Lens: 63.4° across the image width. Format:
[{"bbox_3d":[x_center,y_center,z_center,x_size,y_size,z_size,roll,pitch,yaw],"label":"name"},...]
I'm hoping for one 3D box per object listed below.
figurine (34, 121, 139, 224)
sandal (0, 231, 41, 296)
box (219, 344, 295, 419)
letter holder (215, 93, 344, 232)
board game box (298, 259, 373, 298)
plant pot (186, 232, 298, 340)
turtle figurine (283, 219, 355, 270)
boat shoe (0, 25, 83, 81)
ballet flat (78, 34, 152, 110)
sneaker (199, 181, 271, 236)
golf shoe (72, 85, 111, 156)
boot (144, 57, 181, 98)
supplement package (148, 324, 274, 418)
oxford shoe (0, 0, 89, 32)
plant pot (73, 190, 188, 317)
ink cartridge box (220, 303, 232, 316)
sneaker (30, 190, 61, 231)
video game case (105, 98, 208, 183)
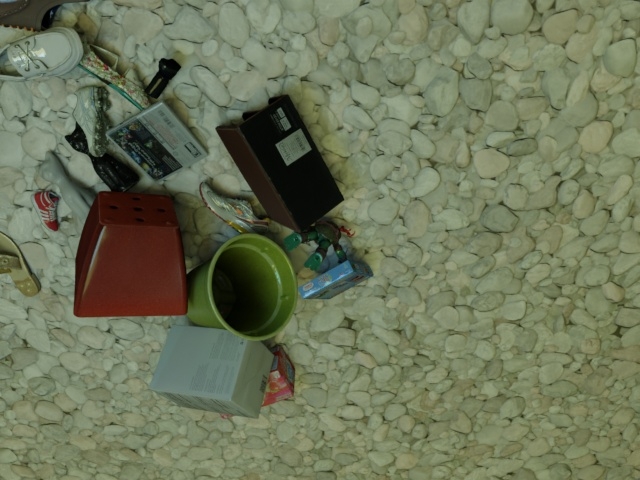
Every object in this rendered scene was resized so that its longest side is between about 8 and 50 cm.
[{"bbox_3d":[-0.628,-0.176,1.368,0.215,0.092,0.209,-35,104,17],"label":"figurine"},{"bbox_3d":[-0.907,0.077,1.494,0.088,0.079,0.240,-20,116,10],"label":"sandal"},{"bbox_3d":[-0.220,0.456,1.664,0.257,0.128,0.122,-21,115,10],"label":"box"},{"bbox_3d":[-0.110,-0.196,1.329,0.152,0.214,0.301,-38,115,-17],"label":"letter holder"},{"bbox_3d":[0.049,0.115,1.455,0.160,0.211,0.039,-30,73,15],"label":"board game box"},{"bbox_3d":[-0.246,0.138,1.412,0.254,0.276,0.276,-15,123,47],"label":"plant pot"},{"bbox_3d":[0.000,0.000,1.406,0.175,0.234,0.118,26,111,15],"label":"turtle figurine"},{"bbox_3d":[-0.663,-0.413,1.183,0.277,0.096,0.098,-9,108,26],"label":"boat shoe"},{"bbox_3d":[-0.495,-0.401,1.248,0.241,0.091,0.077,35,88,-21],"label":"ballet flat"},{"bbox_3d":[-0.235,-0.088,1.417,0.225,0.088,0.092,38,89,-16],"label":"sneaker"},{"bbox_3d":[-0.576,-0.297,1.296,0.086,0.069,0.176,1,92,11],"label":"golf shoe"},{"bbox_3d":[-0.382,-0.384,1.234,0.045,0.121,0.099,41,104,-16],"label":"boot"},{"bbox_3d":[-0.309,0.382,1.514,0.263,0.199,0.198,1,148,20],"label":"supplement package"},{"bbox_3d":[-0.695,-0.517,1.162,0.364,0.130,0.132,-21,122,11],"label":"oxford shoe"},{"bbox_3d":[-0.474,0.020,1.320,0.268,0.267,0.235,3,120,-26],"label":"plant pot"},{"bbox_3d":[-0.345,0.186,1.563,0.099,0.056,0.135,-37,112,17],"label":"ink cartridge box"},{"bbox_3d":[-0.743,-0.081,1.433,0.067,0.042,0.118,-14,115,11],"label":"sneaker"},{"bbox_3d":[-0.413,-0.247,1.322,0.173,0.022,0.190,-25,136,12],"label":"video game case"}]
